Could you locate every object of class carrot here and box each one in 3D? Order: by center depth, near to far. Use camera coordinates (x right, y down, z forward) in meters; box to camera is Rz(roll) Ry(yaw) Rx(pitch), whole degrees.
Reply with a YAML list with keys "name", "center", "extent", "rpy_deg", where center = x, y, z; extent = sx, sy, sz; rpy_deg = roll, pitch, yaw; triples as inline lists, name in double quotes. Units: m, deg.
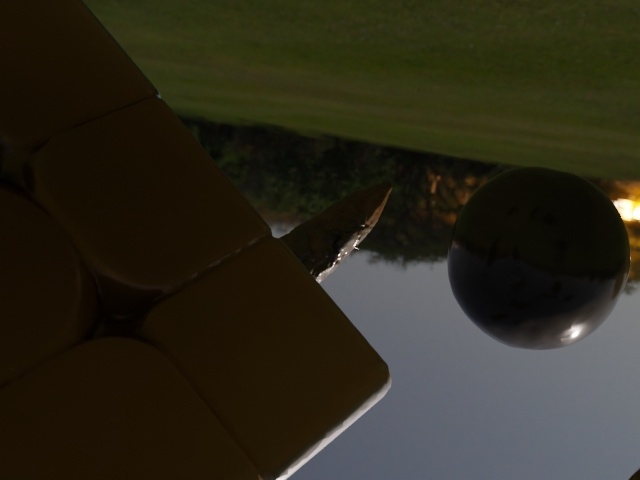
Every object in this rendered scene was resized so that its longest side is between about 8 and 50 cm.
- name: "carrot"
  center: [0.000, 0.000, 1.281]
  extent: [0.102, 0.263, 0.102]
  rpy_deg: [49, 169, 12]

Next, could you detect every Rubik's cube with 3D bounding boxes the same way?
- name: "Rubik's cube"
  center: [-0.200, 0.088, 0.467]
  extent: [0.291, 0.290, 0.291]
  rpy_deg: [-32, -104, -41]

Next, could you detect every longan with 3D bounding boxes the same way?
- name: "longan"
  center: [0.361, 0.035, 1.522]
  extent: [0.319, 0.319, 0.319]
  rpy_deg: [11, -174, -1]

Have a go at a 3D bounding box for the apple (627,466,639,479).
- name: "apple"
  center: [0.386, 0.320, 0.881]
  extent: [0.173, 0.235, 0.210]
  rpy_deg: [23, 151, -14]
